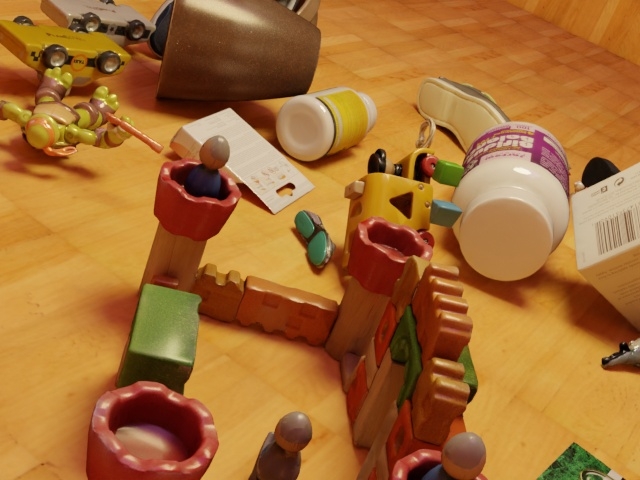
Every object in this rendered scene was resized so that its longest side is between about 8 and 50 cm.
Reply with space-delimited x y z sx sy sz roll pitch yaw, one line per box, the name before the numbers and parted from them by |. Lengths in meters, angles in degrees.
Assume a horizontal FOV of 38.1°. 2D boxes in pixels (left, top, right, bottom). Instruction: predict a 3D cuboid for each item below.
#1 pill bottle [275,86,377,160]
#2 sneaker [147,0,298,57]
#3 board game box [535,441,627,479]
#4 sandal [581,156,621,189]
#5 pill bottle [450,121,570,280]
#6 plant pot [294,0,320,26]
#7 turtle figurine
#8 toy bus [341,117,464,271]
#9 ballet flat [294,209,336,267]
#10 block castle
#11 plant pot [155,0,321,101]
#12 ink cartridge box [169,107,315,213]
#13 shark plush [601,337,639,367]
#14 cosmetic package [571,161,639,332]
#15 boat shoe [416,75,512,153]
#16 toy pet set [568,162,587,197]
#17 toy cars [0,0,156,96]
pill bottle | 0.017 -0.191 1.484 0.103 0.103 0.184 33 29 20
sneaker | -0.161 -0.383 1.552 0.099 0.282 0.153 59 -1 -33
board game box | 0.241 0.285 0.868 0.136 0.030 0.260 33 29 25
sandal | 0.545 -0.078 1.690 0.055 0.097 0.254 11 19 -23
pill bottle | 0.281 -0.059 1.367 0.169 0.169 0.301 24 26 3
plant pot | -0.092 -0.359 1.648 0.109 0.237 0.237 56 8 -34
turtle figurine | -0.323 -0.151 1.180 0.270 0.087 0.217 11 20 -4
toy bus | 0.084 -0.048 1.176 0.104 0.190 0.202 12 29 -18
ballet flat | 0.000 0.000 1.198 0.041 0.041 0.114 8 31 -25
block castle | -0.026 0.099 0.806 0.303 0.212 0.453 17 27 -11
plant pot | -0.123 -0.302 1.442 0.231 0.215 0.215 12 29 -12
ink cartridge box | -0.109 -0.107 1.329 0.179 0.045 0.145 45 29 4
shark plush | 0.448 0.157 1.228 0.161 0.073 0.067 9 60 -33
cosmetic package | 0.467 0.009 1.294 0.184 0.151 0.151 40 39 -29
boat shoe | 0.299 -0.226 1.751 0.091 0.109 0.305 -2 32 -31
toy pet set | 0.443 -0.109 1.723 0.114 0.065 0.122 46 12 -39
toy cars | -0.374 -0.302 1.427 0.177 0.087 0.393 23 23 -9
